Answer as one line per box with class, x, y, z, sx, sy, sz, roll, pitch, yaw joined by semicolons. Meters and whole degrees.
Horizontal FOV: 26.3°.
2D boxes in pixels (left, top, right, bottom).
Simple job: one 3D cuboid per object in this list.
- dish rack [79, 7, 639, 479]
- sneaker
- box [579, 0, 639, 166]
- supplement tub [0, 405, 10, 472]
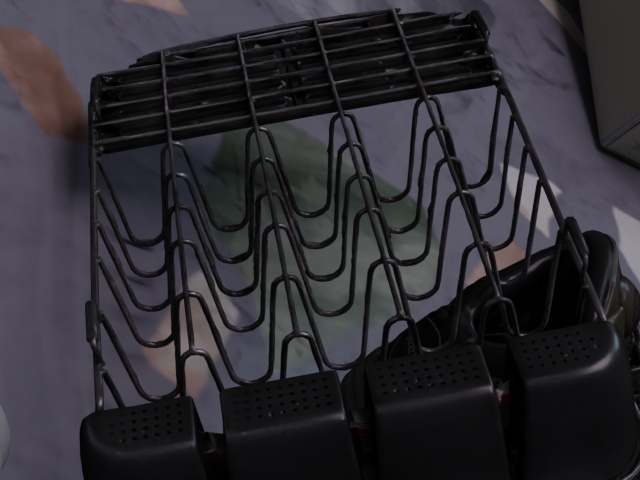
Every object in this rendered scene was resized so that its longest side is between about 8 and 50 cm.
dish rack;0.000;0.000;0.558;0.208;0.074;0.272;-9;41;-3
sneaker;0.133;0.071;0.635;0.227;0.130;0.087;19;44;-32
box;0.257;-0.182;0.992;0.094;0.113;0.275;23;50;-29
supplement tub;-0.145;0.087;0.408;0.071;0.071;0.107;35;36;-10
